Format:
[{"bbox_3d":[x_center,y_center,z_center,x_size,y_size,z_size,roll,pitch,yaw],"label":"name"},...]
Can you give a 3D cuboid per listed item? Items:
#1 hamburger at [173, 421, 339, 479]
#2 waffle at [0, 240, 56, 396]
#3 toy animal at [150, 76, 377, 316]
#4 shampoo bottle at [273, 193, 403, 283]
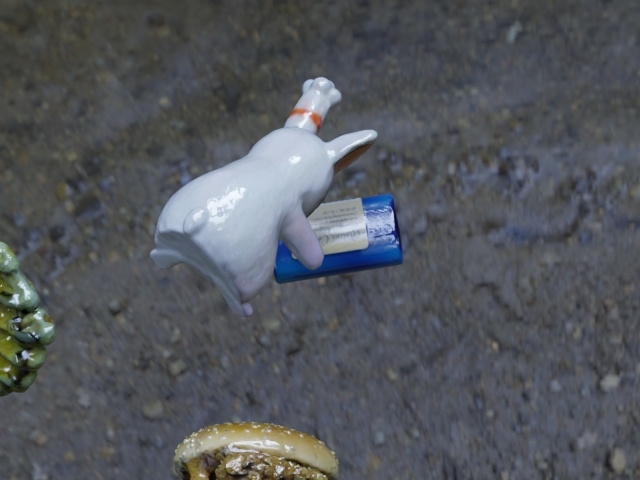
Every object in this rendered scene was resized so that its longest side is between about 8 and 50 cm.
[{"bbox_3d":[-0.071,0.249,1.555,0.182,0.191,0.118,-4,70,2],"label":"hamburger"},{"bbox_3d":[-0.346,0.061,1.555,0.054,0.223,0.204,-28,82,-36],"label":"waffle"},{"bbox_3d":[-0.046,-0.046,1.589,0.140,0.138,0.282,28,47,28],"label":"toy animal"},{"bbox_3d":[0.000,0.000,1.754,0.183,0.050,0.087,-9,73,1],"label":"shampoo bottle"}]
